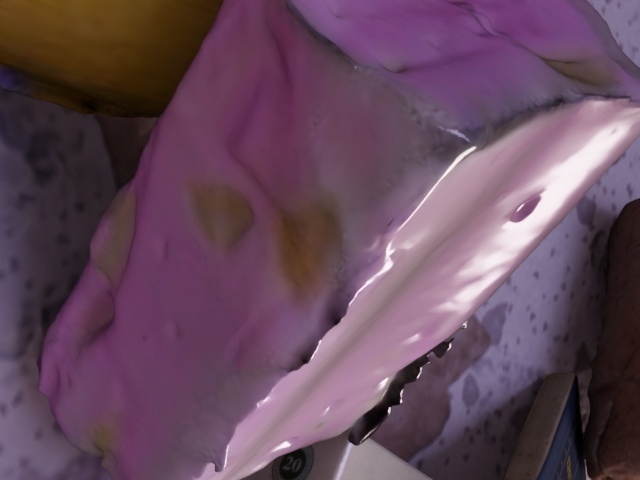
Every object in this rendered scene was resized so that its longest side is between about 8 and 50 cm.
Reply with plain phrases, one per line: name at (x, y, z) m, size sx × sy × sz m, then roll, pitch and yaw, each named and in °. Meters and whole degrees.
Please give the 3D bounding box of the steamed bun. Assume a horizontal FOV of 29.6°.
steamed bun at (0.333, 0.107, 0.857) m, size 0.301 × 0.199 × 0.251 m, roll 27°, pitch 67°, yaw -42°

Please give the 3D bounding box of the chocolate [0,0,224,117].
chocolate at (-0.202, -0.155, 0.399) m, size 0.445 × 0.162 × 0.162 m, roll 11°, pitch 85°, yaw -39°

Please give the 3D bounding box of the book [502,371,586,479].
book at (0.154, 0.241, 0.771) m, size 0.191 × 0.025 × 0.269 m, roll -35°, pitch 120°, yaw -68°

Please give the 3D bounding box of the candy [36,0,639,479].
candy at (0.000, 0.000, 0.496) m, size 0.155 × 0.265 × 0.115 m, roll -17°, pitch 64°, yaw -42°

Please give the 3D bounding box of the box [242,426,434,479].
box at (-0.004, 0.243, 0.648) m, size 0.164 × 0.069 × 0.256 m, roll 38°, pitch 67°, yaw -38°
